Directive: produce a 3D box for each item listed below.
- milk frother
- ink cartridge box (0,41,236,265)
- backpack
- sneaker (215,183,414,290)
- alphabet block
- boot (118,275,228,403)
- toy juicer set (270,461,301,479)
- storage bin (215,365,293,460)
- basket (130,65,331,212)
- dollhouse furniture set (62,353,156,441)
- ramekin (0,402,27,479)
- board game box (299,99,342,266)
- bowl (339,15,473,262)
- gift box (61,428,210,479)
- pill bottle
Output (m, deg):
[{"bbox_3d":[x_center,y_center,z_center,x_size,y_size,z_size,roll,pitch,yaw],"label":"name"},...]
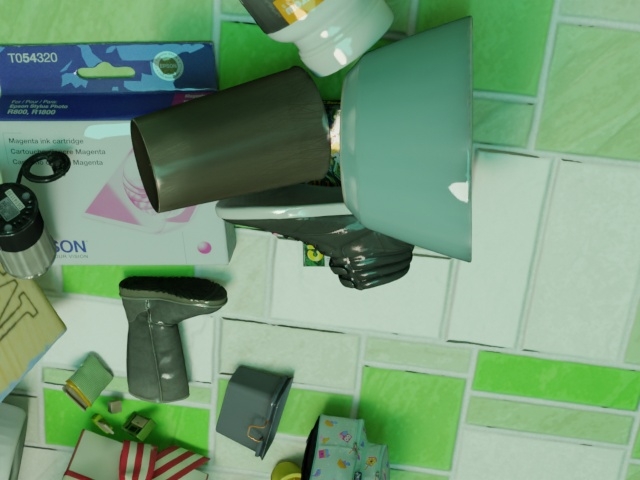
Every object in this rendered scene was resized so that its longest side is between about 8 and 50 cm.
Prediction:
[{"bbox_3d":[-0.403,-0.040,1.672,0.143,0.129,0.134,-20,154,-11],"label":"milk frother"},{"bbox_3d":[-0.299,-0.116,1.704,0.324,0.071,0.330,0,120,7],"label":"ink cartridge box"},{"bbox_3d":[0.037,0.371,1.866,0.144,0.188,0.166,-2,137,1],"label":"backpack"},{"bbox_3d":[0.000,0.000,1.678,0.296,0.104,0.147,0,114,1],"label":"sneaker"},{"bbox_3d":[-0.537,0.121,1.762,0.192,0.193,0.197,-9,120,36],"label":"alphabet block"},{"bbox_3d":[-0.225,0.160,1.844,0.190,0.076,0.208,6,113,20],"label":"boot"},{"bbox_3d":[-0.045,0.543,1.991,0.209,0.089,0.329,-33,114,-4],"label":"toy juicer set"},{"bbox_3d":[-0.111,0.271,1.887,0.091,0.098,0.135,20,120,7],"label":"storage bin"},{"bbox_3d":[-0.123,-0.125,1.560,0.227,0.204,0.154,-16,87,-15],"label":"basket"},{"bbox_3d":[-0.336,0.260,1.904,0.058,0.076,0.151,8,142,53],"label":"dollhouse furniture set"},{"bbox_3d":[-0.559,0.380,1.898,0.135,0.277,0.277,12,120,-9],"label":"ramekin"},{"bbox_3d":[0.036,-0.078,1.708,0.136,0.030,0.259,0,119,4],"label":"board game box"},{"bbox_3d":[0.113,-0.128,1.511,0.163,0.311,0.311,1,119,7],"label":"bowl"},{"bbox_3d":[-0.314,0.475,1.929,0.276,0.255,0.258,17,133,-10],"label":"gift box"},{"bbox_3d":[-0.040,-0.352,1.489,0.162,0.162,0.278,-32,110,21],"label":"pill bottle"}]
